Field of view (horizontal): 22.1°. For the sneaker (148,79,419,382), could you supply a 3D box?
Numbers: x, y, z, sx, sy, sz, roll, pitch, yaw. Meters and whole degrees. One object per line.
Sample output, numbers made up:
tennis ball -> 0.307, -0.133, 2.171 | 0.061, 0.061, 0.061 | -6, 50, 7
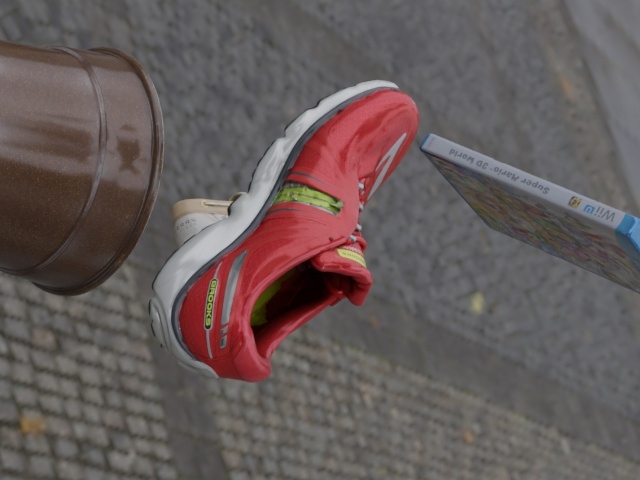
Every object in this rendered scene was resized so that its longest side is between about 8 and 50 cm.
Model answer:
sneaker -> 0.000, 0.000, 1.208 | 0.279, 0.118, 0.107 | -51, 143, -22

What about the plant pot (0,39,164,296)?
plant pot -> -0.212, -0.059, 1.021 | 0.165, 0.167, 0.167 | 14, 54, -45

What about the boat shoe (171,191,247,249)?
boat shoe -> -0.061, -0.014, 1.386 | 0.170, 0.063, 0.059 | -1, 64, -56

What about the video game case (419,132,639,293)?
video game case -> 0.151, -0.011, 1.049 | 0.166, 0.015, 0.119 | 26, -11, 39
